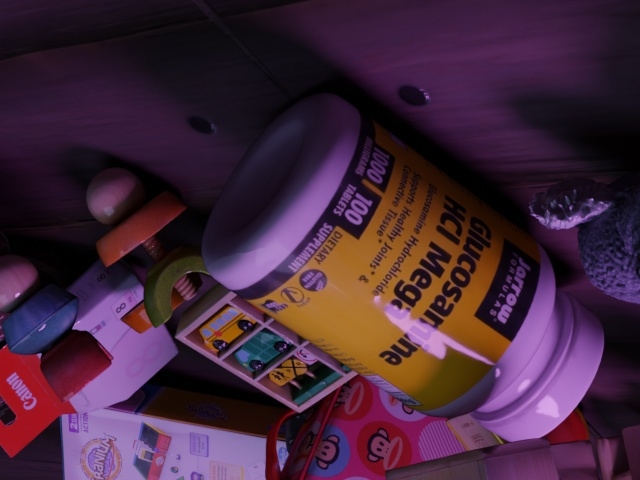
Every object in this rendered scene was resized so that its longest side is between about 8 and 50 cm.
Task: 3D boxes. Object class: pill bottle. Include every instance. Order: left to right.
[{"bbox_3d":[0.079,0.035,1.330,0.334,0.188,0.188,34,151,-21],"label":"pill bottle"}]

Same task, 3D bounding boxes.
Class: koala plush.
[{"bbox_3d":[0.268,-0.004,1.141,0.196,0.203,0.221,35,162,-21],"label":"koala plush"}]

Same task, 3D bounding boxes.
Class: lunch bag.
[{"bbox_3d":[0.053,0.277,1.668,0.258,0.293,0.120,31,151,-6],"label":"lunch bag"}]

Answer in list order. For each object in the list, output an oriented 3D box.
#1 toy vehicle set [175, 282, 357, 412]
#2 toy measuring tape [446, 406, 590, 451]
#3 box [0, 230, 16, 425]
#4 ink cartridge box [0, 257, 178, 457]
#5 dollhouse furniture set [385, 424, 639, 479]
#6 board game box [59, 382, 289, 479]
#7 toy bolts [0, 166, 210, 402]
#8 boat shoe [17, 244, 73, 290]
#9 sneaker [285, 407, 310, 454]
[{"bbox_3d":[-0.005,0.067,1.524,0.166,0.035,0.267,33,134,-20],"label":"toy vehicle set"},{"bbox_3d":[0.187,0.162,1.605,0.330,0.121,0.121,52,147,-5],"label":"toy measuring tape"},{"bbox_3d":[-0.436,0.070,1.732,0.191,0.143,0.381,49,154,24],"label":"box"},{"bbox_3d":[-0.285,0.147,1.767,0.066,0.232,0.189,33,160,29],"label":"ink cartridge box"},{"bbox_3d":[0.284,0.289,1.335,0.394,0.256,0.362,-4,168,-30],"label":"dollhouse furniture set"},{"bbox_3d":[-0.177,0.307,1.986,0.316,0.064,0.242,10,122,9],"label":"board game box"},{"bbox_3d":[-0.235,0.039,1.592,0.158,0.228,0.218,51,169,-4],"label":"toy bolts"},{"bbox_3d":[-0.344,0.106,1.879,0.095,0.095,0.257,16,152,15],"label":"boat shoe"},{"bbox_3d":[0.011,0.258,1.870,0.087,0.130,0.227,-20,108,1],"label":"sneaker"}]
